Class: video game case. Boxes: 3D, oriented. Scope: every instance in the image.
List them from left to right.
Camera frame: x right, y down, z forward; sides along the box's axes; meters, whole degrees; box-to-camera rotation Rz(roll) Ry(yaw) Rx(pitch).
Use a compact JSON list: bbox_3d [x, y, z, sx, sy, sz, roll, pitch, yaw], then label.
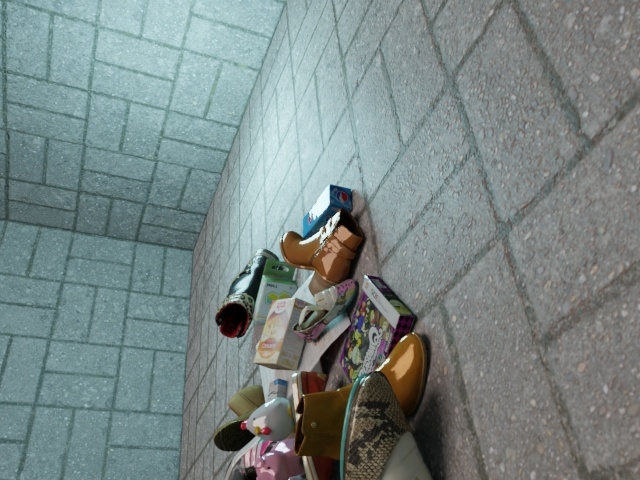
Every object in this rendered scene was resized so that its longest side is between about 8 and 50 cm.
[{"bbox_3d":[0.116,0.221,1.295,0.210,0.041,0.232,-127,50,-65],"label":"video game case"}]

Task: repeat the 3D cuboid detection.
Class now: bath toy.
[{"bbox_3d":[-0.101,0.550,1.413,0.151,0.129,0.348,-132,31,-82],"label":"bath toy"}]

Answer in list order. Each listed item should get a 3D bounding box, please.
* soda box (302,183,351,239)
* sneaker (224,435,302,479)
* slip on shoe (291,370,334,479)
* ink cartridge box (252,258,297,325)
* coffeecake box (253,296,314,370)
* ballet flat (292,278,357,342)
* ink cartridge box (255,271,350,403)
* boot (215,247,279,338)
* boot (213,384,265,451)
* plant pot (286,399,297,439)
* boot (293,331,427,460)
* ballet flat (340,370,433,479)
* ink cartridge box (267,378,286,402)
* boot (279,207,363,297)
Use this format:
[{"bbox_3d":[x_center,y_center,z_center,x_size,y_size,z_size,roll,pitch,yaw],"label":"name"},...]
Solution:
[{"bbox_3d":[0.016,-0.073,1.676,0.210,0.067,0.071,131,144,-55],"label":"soda box"},{"bbox_3d":[-0.151,0.645,1.637,0.295,0.124,0.178,-51,26,11],"label":"sneaker"},{"bbox_3d":[0.001,0.471,1.402,0.123,0.101,0.331,94,167,-72],"label":"slip on shoe"},{"bbox_3d":[-0.142,0.174,1.924,0.062,0.109,0.209,-135,58,-66],"label":"ink cartridge box"},{"bbox_3d":[-0.101,0.258,1.635,0.142,0.068,0.185,-17,52,57],"label":"coffeecake box"},{"bbox_3d":[0.003,0.175,1.502,0.221,0.079,0.077,-51,31,28],"label":"ballet flat"},{"bbox_3d":[-0.034,0.283,1.669,0.385,0.091,0.308,-52,29,20],"label":"ink cartridge box"},{"bbox_3d":[-0.286,0.233,2.128,0.377,0.138,0.284,-53,8,39],"label":"boot"},{"bbox_3d":[-0.249,0.559,1.887,0.269,0.236,0.089,-173,70,-67],"label":"boot"},{"bbox_3d":[-0.042,0.469,1.524,0.109,0.096,0.109,-117,41,-59],"label":"plant pot"},{"bbox_3d":[0.068,0.301,1.136,0.104,0.211,0.295,-127,51,-63],"label":"boot"},{"bbox_3d":[0.104,0.477,1.043,0.182,0.164,0.483,18,101,31],"label":"ballet flat"},{"bbox_3d":[-0.116,0.414,1.573,0.048,0.028,0.083,-37,38,43],"label":"ink cartridge box"},{"bbox_3d":[0.000,0.000,1.589,0.220,0.109,0.283,-64,35,26],"label":"boot"}]
